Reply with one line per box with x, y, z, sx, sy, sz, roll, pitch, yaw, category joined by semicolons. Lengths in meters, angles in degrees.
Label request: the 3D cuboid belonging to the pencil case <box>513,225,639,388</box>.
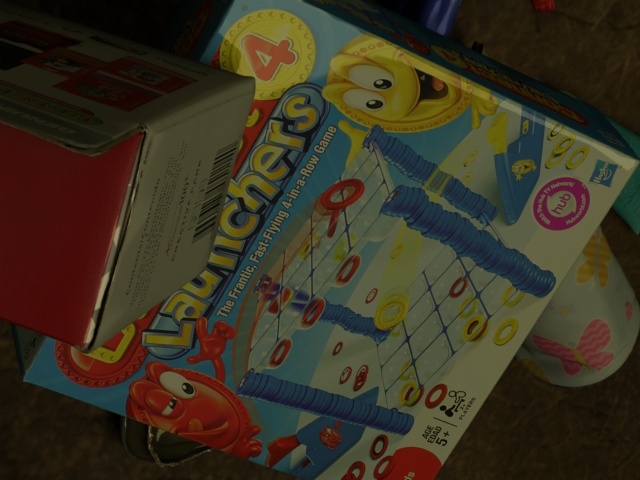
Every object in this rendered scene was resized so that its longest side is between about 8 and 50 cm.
0.175;0.006;1.551;0.273;0.124;0.113;58;47;-43;pencil case

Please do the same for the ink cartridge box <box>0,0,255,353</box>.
-0.227;-0.060;1.006;0.272;0.309;0.130;-38;146;-72;ink cartridge box

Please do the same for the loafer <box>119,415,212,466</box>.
-0.042;0.105;1.465;0.251;0.087;0.094;-29;130;-20;loafer

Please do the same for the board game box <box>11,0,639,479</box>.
0.000;0.000;1.226;0.302;0.086;0.308;22;110;-24;board game box

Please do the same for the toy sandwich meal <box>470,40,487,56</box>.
0.101;-0.120;1.458;0.029;0.085;0.085;25;102;-6;toy sandwich meal

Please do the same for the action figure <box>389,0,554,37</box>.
0.114;-0.180;1.410;0.139;0.091;0.280;19;105;-35;action figure

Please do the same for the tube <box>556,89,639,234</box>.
0.251;-0.069;1.610;0.080;0.052;0.207;-53;139;8;tube
